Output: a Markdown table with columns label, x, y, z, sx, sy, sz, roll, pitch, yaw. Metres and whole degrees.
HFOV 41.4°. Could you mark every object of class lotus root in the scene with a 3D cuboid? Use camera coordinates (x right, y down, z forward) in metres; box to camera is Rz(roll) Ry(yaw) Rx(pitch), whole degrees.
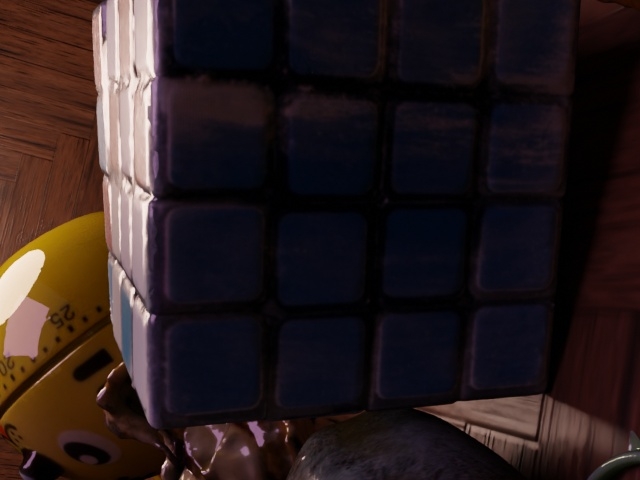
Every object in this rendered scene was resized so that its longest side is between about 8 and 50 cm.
| label | x | y | z | sx | sy | sz | roll | pitch | yaw |
| --- | --- | --- | --- | --- | --- | --- | --- | --- | --- |
| lotus root | 0.044 | 0.174 | 0.496 | 0.158 | 0.140 | 0.322 | -45 | 21 | -2 |

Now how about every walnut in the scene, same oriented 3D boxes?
| label | x | y | z | sx | sy | sz | roll | pitch | yaw |
| --- | --- | --- | --- | --- | --- | --- | --- | --- | --- |
| walnut | -0.084 | 0.201 | 0.806 | 0.204 | 0.141 | 0.238 | -19 | 88 | 23 |

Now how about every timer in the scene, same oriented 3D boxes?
| label | x | y | z | sx | sy | sz | roll | pitch | yaw |
| --- | --- | --- | --- | --- | --- | --- | --- | --- | --- |
| timer | -0.229 | 0.165 | 1.045 | 0.387 | 0.376 | 0.376 | 54 | 146 | 5 |

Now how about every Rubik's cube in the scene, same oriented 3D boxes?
| label | x | y | z | sx | sy | sz | roll | pitch | yaw |
| --- | --- | --- | --- | --- | --- | --- | --- | --- | --- |
| Rubik's cube | -0.010 | -0.042 | 0.571 | 0.253 | 0.259 | 0.256 | -153 | 63 | -69 |

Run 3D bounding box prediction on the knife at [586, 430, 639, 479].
| label | x | y | z | sx | sy | sz | roll | pitch | yaw |
| --- | --- | --- | --- | --- | --- | --- | --- | --- | --- |
| knife | 0.185 | 0.092 | 0.381 | 0.212 | 0.015 | 0.054 | 127 | 152 | -50 |

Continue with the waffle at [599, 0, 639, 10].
| label | x | y | z | sx | sy | sz | roll | pitch | yaw |
| --- | --- | --- | --- | --- | --- | --- | --- | --- | --- |
| waffle | 0.247 | -0.240 | 0.349 | 0.304 | 0.078 | 0.348 | -108 | 37 | -58 |
